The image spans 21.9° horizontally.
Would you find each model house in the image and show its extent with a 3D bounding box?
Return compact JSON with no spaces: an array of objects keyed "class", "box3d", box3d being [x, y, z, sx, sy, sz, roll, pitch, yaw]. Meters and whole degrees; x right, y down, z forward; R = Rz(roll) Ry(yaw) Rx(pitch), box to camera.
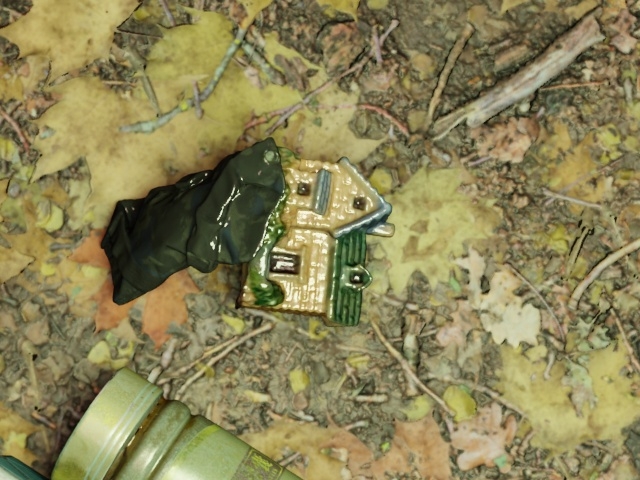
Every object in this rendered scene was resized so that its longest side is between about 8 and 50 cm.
[{"class":"model house","box3d":[0.000,0.000,1.854,0.172,0.166,0.182,10,84,-5]}]

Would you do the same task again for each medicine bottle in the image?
[{"class":"medicine bottle","box3d":[-0.121,0.286,1.814,0.322,0.151,0.151,32,83,2]}]

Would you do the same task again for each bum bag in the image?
[{"class":"bum bag","box3d":[-0.145,-0.014,1.805,0.074,0.310,0.137,25,61,-34]}]

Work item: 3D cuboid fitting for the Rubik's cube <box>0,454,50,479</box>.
[{"class":"Rubik's cube","box3d":[-0.323,0.365,1.770,0.205,0.205,0.207,35,84,2]}]
